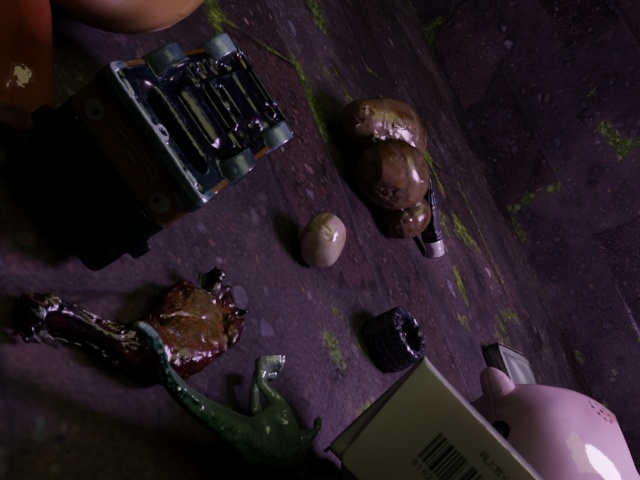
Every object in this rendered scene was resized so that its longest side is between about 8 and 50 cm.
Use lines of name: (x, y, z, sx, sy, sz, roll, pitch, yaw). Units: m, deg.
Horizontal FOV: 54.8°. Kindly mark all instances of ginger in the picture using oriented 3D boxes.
ginger: (0.140, -0.157, 1.257, 0.244, 0.155, 0.304, 40, 40, -52)

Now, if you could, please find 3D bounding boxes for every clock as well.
clock: (0.410, 0.405, 1.061, 0.377, 0.250, 0.368, 47, 29, -32)

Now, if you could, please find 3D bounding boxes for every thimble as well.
thimble: (0.121, 0.156, 0.974, 0.104, 0.066, 0.095, 16, 48, -59)

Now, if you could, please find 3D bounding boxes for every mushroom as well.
mushroom: (0.000, 0.000, 0.900, 0.083, 0.067, 0.084, -42, 138, -54)

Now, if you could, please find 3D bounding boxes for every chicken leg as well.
chicken leg: (-0.147, 0.077, 0.552, 0.253, 0.051, 0.106, 3, 56, -61)

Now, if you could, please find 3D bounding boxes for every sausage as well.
sausage: (-0.273, -0.179, 0.540, 0.077, 0.077, 0.194, 26, 41, -53)

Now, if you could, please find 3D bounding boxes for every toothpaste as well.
toothpaste: (0.237, -0.058, 1.374, 0.071, 0.045, 0.194, 28, -45, 62)

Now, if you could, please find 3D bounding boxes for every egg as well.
egg: (-0.210, -0.323, 0.660, 0.201, 0.201, 0.244, 53, 35, -20)

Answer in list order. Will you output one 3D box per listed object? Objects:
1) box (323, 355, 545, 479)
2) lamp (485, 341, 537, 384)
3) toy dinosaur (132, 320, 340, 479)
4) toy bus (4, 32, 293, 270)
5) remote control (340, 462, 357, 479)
box: (0.125, 0.221, 0.568, 0.200, 0.106, 0.299, 46, -4, 15)
lamp: (0.497, 0.391, 1.493, 0.266, 0.047, 0.269, 26, 43, -52)
toy dinosaur: (-0.066, 0.147, 0.584, 0.383, 0.076, 0.129, 54, 22, -38)
toy bus: (-0.145, -0.095, 0.595, 0.138, 0.167, 0.275, 57, 20, -12)
remote control: (0.061, 0.341, 0.673, 0.078, 0.042, 0.221, 94, -18, -63)
